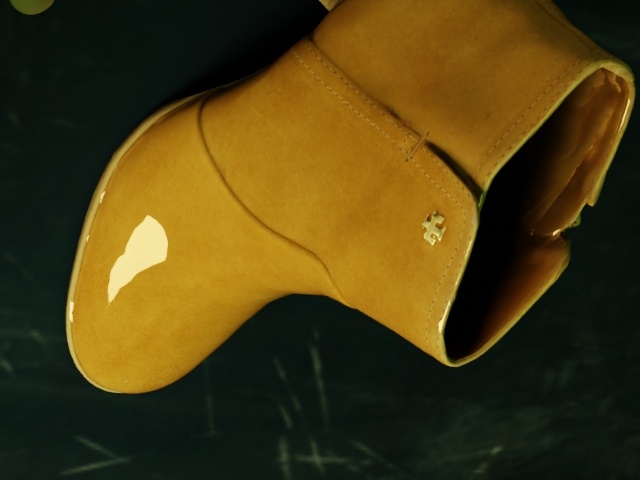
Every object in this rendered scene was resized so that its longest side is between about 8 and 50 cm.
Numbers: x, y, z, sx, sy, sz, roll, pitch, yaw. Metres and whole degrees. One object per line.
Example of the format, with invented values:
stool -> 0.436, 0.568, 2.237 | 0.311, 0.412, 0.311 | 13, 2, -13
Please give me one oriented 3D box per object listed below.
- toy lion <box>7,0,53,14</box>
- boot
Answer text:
toy lion -> -0.117, -0.151, 0.767 | 0.096, 0.034, 0.100 | -49, 133, 0
boot -> 0.001, 0.000, 0.823 | 0.104, 0.211, 0.295 | 19, 112, -39
